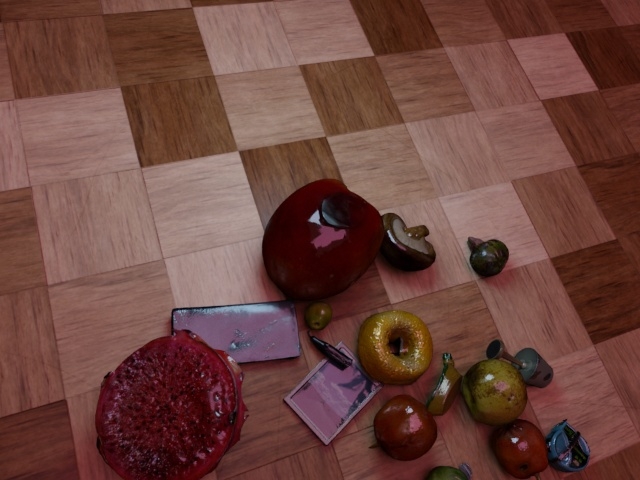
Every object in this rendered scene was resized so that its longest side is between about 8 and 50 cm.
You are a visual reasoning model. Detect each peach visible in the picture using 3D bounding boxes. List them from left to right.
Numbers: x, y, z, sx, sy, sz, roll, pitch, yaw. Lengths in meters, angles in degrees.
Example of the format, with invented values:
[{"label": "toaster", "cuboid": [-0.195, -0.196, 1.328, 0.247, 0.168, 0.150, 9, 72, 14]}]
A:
[{"label": "peach", "cuboid": [0.014, -0.014, 1.641, 0.406, 0.310, 0.335, -37, 83, -26]}]

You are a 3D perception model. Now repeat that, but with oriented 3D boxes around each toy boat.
[{"label": "toy boat", "cuboid": [0.374, 0.455, 1.652, 0.088, 0.089, 0.229, 15, 56, 38]}]

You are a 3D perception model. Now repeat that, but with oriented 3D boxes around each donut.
[{"label": "donut", "cuboid": [0.235, 0.327, 1.655, 0.253, 0.118, 0.254, 13, 61, -24]}]

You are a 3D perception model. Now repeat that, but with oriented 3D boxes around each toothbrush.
[{"label": "toothbrush", "cuboid": [0.495, 0.784, 1.559, 0.026, 0.024, 0.288, -21, 72, -36]}]

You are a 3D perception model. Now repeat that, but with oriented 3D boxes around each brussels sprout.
[{"label": "brussels sprout", "cuboid": [0.364, 0.703, 1.499, 0.117, 0.155, 0.155, -45, 81, 11]}]

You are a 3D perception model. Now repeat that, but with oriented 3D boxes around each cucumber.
[{"label": "cucumber", "cuboid": [0.024, 0.329, 1.620, 0.163, 0.039, 0.043, 32, 42, 4]}]

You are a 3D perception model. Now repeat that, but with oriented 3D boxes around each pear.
[{"label": "pear", "cuboid": [-0.007, 0.229, 1.652, 0.092, 0.092, 0.097, 25, 22, -2]}, {"label": "pear", "cuboid": [0.532, 0.454, 1.612, 0.197, 0.197, 0.197, 5, 66, -11]}]

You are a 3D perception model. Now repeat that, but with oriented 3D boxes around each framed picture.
[{"label": "framed picture", "cuboid": [0.041, 0.454, 1.598, 0.260, 0.023, 0.189, -40, 78, -24]}]

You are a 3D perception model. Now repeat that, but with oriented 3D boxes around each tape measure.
[{"label": "tape measure", "cuboid": [0.763, 0.646, 1.651, 0.146, 0.081, 0.125, -37, 76, -24]}]

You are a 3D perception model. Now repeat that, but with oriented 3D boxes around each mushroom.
[{"label": "mushroom", "cuboid": [0.266, 0.017, 1.767, 0.231, 0.138, 0.194, 47, 46, 15]}]

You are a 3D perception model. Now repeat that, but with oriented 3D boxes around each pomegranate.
[{"label": "pomegranate", "cuboid": [0.572, 0.043, 1.847, 0.138, 0.125, 0.163, -31, 76, -10]}]

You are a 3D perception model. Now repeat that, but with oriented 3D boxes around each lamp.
[{"label": "lamp", "cuboid": [0.636, 0.390, 1.709, 0.214, 0.121, 0.121, 29, 63, -12]}]

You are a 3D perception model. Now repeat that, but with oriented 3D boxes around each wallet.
[{"label": "wallet", "cuboid": [-0.251, 0.278, 1.590, 0.378, 0.046, 0.191, -3, 68, -16]}]

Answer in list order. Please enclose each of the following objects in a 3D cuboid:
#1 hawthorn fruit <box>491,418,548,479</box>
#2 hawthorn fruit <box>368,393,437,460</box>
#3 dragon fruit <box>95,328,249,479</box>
[{"label": "hawthorn fruit", "cuboid": [0.627, 0.669, 1.567, 0.165, 0.165, 0.285, -27, 73, -23]}, {"label": "hawthorn fruit", "cuboid": [0.225, 0.541, 1.520, 0.200, 0.179, 0.179, -24, 74, -13]}, {"label": "dragon fruit", "cuboid": [-0.363, 0.437, 1.379, 0.370, 0.249, 0.387, 8, 71, 8]}]
